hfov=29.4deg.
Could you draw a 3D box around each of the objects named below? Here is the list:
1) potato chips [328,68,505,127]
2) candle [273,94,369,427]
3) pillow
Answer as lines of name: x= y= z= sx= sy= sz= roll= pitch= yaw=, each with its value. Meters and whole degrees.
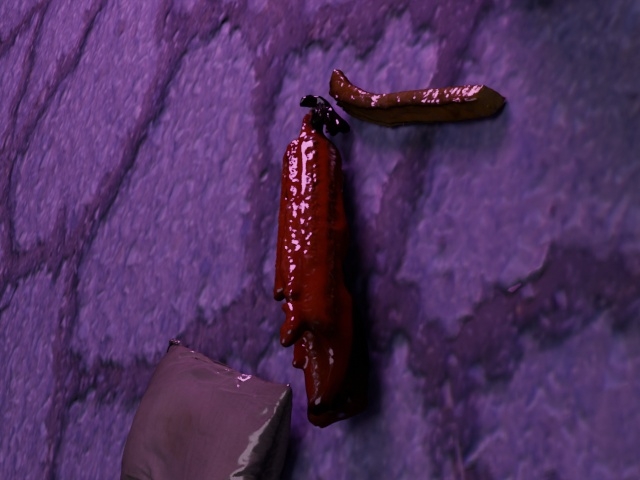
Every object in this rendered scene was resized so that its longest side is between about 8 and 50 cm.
potato chips: x=0.061 y=-0.104 z=0.905 sx=0.204 sy=0.026 sz=0.037 roll=17 pitch=74 yaw=58
candle: x=0.000 y=0.000 z=0.911 sx=0.059 sy=0.084 sz=0.301 roll=-15 pitch=49 yaw=16
pillow: x=-0.098 y=0.166 z=0.979 sx=0.230 sy=0.050 sz=0.148 roll=11 pitch=76 yaw=57
